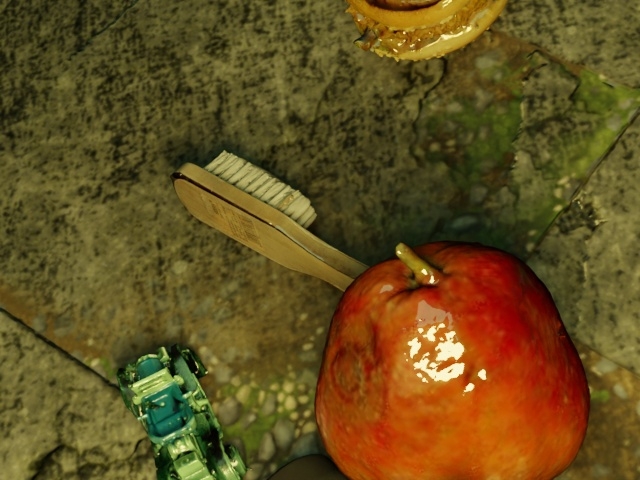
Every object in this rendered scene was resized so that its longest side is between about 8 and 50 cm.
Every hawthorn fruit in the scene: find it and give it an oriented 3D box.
[{"bbox_3d":[0.101,0.099,1.398,0.224,0.261,0.224,-5,47,5],"label":"hawthorn fruit"}]

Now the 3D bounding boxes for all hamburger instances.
[{"bbox_3d":[0.098,-0.273,1.719,0.181,0.118,0.191,-21,59,0],"label":"hamburger"}]

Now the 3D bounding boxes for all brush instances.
[{"bbox_3d":[0.000,0.000,1.617,0.327,0.070,0.065,30,62,29],"label":"brush"}]

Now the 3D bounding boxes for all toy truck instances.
[{"bbox_3d":[-0.128,0.159,1.546,0.080,0.078,0.154,-28,56,1],"label":"toy truck"}]

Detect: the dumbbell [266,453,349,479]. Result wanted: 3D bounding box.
[{"bbox_3d":[0.029,0.268,1.416,0.100,0.100,0.191,-41,57,-10],"label":"dumbbell"}]
